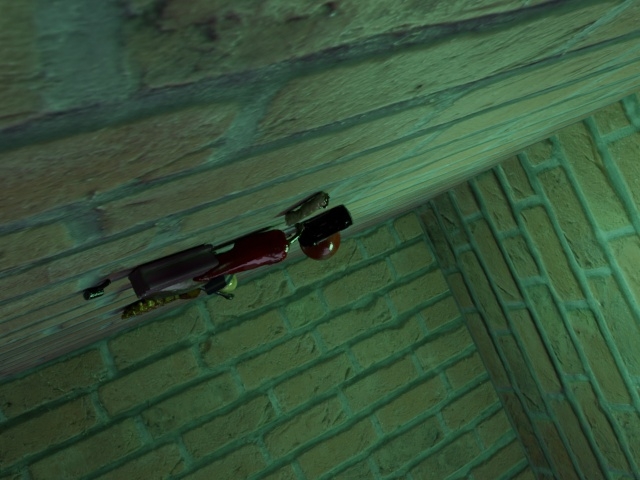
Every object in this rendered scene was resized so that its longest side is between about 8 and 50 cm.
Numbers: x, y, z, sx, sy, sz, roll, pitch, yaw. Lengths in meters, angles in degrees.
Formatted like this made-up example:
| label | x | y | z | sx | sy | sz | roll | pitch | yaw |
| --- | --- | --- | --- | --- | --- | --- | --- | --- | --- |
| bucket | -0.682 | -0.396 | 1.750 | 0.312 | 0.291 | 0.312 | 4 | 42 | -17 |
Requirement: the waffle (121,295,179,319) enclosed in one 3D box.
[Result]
| label | x | y | z | sx | sy | sz | roll | pitch | yaw |
| --- | --- | --- | --- | --- | --- | --- | --- | --- | --- |
| waffle | -0.692 | 0.261 | 2.196 | 0.231 | 0.051 | 0.229 | -25 | 177 | 29 |

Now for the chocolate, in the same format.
| label | x | y | z | sx | sy | sz | roll | pitch | yaw |
| --- | --- | --- | --- | --- | --- | --- | --- | --- | --- |
| chocolate | -0.426 | 0.124 | 1.642 | 0.254 | 0.080 | 0.157 | -21 | 176 | -34 |

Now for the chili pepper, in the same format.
| label | x | y | z | sx | sy | sz | roll | pitch | yaw |
| --- | --- | --- | --- | --- | --- | --- | --- | --- | --- |
| chili pepper | -0.209 | 0.040 | 1.624 | 0.387 | 0.110 | 0.110 | -19 | 175 | -24 |

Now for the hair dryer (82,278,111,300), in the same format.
| label | x | y | z | sx | sy | sz | roll | pitch | yaw |
| --- | --- | --- | --- | --- | --- | --- | --- | --- | --- |
| hair dryer | -0.533 | 0.114 | 1.309 | 0.083 | 0.026 | 0.047 | -34 | 174 | 26 |

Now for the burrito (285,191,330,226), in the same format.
| label | x | y | z | sx | sy | sz | roll | pitch | yaw |
| --- | --- | --- | --- | --- | --- | --- | --- | --- | --- |
| burrito | -0.041 | -0.083 | 1.459 | 0.185 | 0.041 | 0.045 | -28 | -144 | 43 |

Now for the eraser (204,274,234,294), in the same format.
| label | x | y | z | sx | sy | sz | roll | pitch | yaw |
| --- | --- | --- | --- | --- | --- | --- | --- | --- | --- |
| eraser | -0.312 | 0.100 | 1.770 | 0.082 | 0.036 | 0.225 | -28 | -164 | 19 |

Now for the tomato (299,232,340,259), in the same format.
| label | x | y | z | sx | sy | sz | roll | pitch | yaw |
| --- | --- | --- | --- | --- | --- | --- | --- | --- | --- |
| tomato | 0.000 | 0.000 | 2.068 | 0.167 | 0.167 | 0.167 | -24 | 176 | -2 |

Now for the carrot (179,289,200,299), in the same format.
| label | x | y | z | sx | sy | sz | roll | pitch | yaw |
| --- | --- | --- | --- | --- | --- | --- | --- | --- | --- |
| carrot | -0.576 | 0.220 | 2.288 | 0.072 | 0.072 | 0.205 | -21 | -179 | -37 |

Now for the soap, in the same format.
| label | x | y | z | sx | sy | sz | roll | pitch | yaw |
| --- | --- | --- | --- | --- | --- | --- | --- | --- | --- |
| soap | -0.378 | 0.078 | 1.393 | 0.203 | 0.065 | 0.122 | -21 | 176 | -38 |

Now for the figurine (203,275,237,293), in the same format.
| label | x | y | z | sx | sy | sz | roll | pitch | yaw |
| --- | --- | --- | --- | --- | --- | --- | --- | --- | --- |
| figurine | -0.438 | 0.178 | 2.254 | 0.196 | 0.108 | 0.114 | -18 | 164 | 37 |

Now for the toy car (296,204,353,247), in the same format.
| label | x | y | z | sx | sy | sz | roll | pitch | yaw |
| --- | --- | --- | --- | --- | --- | --- | --- | --- | --- |
| toy car | 0.016 | -0.049 | 1.927 | 0.210 | 0.089 | 0.108 | -27 | -179 | 6 |

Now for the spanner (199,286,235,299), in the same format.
| label | x | y | z | sx | sy | sz | roll | pitch | yaw |
| --- | --- | --- | --- | --- | --- | --- | --- | --- | --- |
| spanner | -0.442 | 0.198 | 2.144 | 0.054 | 0.015 | 0.254 | -25 | 145 | 38 |

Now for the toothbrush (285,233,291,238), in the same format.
| label | x | y | z | sx | sy | sz | roll | pitch | yaw |
| --- | --- | --- | --- | --- | --- | --- | --- | --- | --- |
| toothbrush | -0.227 | 0.038 | 2.152 | 0.294 | 0.028 | 0.026 | -31 | 175 | 28 |
